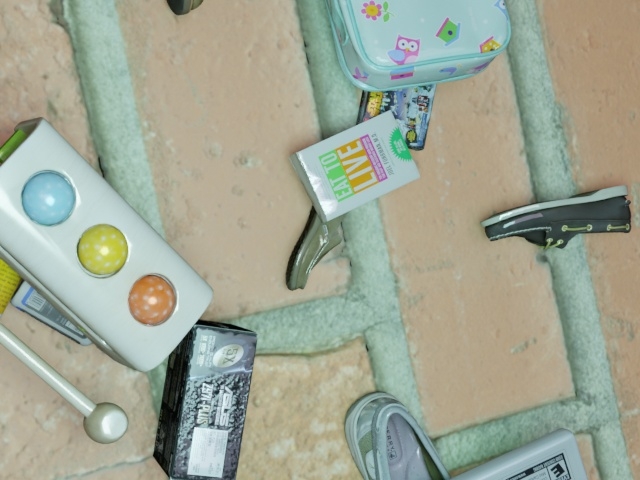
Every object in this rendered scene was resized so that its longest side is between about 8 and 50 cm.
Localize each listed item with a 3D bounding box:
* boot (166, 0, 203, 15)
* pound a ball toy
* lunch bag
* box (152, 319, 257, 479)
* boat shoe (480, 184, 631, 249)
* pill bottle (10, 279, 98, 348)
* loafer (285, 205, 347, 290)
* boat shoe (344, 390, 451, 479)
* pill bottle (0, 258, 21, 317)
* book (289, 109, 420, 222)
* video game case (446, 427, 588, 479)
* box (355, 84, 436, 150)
[{"bbox_3d":[-0.146,-0.426,1.305,0.115,0.112,0.305,-2,88,-28],"label":"boot"},{"bbox_3d":[-0.259,0.054,1.147,0.319,0.135,0.208,49,67,-25],"label":"pound a ball toy"},{"bbox_3d":[0.104,-0.335,1.356,0.224,0.108,0.279,-12,80,-9],"label":"lunch bag"},{"bbox_3d":[-0.140,0.188,1.278,0.077,0.147,0.180,10,86,-17],"label":"box"},{"bbox_3d":[0.326,-0.023,1.455,0.227,0.081,0.069,-12,89,-19],"label":"boat shoe"},{"bbox_3d":[-0.288,0.076,1.269,0.137,0.078,0.078,33,81,-15],"label":"pill bottle"},{"bbox_3d":[0.000,0.000,1.368,0.050,0.056,0.148,24,83,-9],"label":"loafer"},{"bbox_3d":[0.131,0.348,1.383,0.118,0.103,0.320,-23,97,-15],"label":"boat shoe"},{"bbox_3d":[-0.397,0.026,1.215,0.117,0.117,0.208,28,83,-15],"label":"pill bottle"},{"bbox_3d":[0.046,-0.094,1.361,0.144,0.035,0.096,-27,93,-21],"label":"book"},{"bbox_3d":[0.215,0.435,1.352,0.329,0.036,0.300,-22,100,-13],"label":"video game case"},{"bbox_3d":[0.103,-0.195,1.415,0.094,0.027,0.137,11,87,-16],"label":"box"}]
